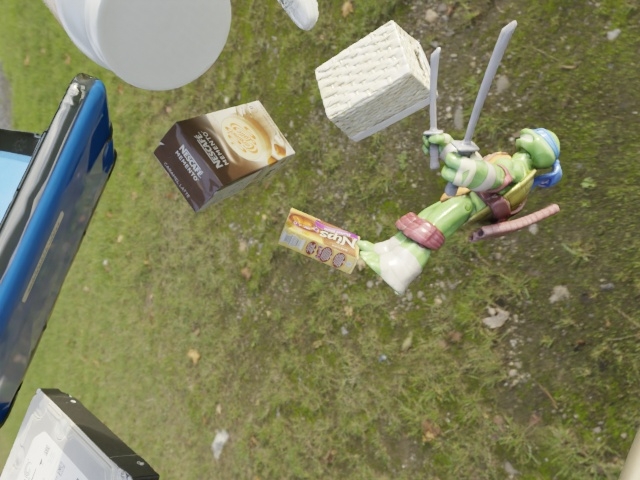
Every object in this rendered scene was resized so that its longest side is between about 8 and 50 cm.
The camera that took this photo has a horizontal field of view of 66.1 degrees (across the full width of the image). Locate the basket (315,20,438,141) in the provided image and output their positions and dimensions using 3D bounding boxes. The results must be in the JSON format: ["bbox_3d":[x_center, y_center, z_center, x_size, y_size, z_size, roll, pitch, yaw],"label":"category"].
[{"bbox_3d":[0.087,-0.255,0.802,0.167,0.103,0.113,-24,71,29],"label":"basket"}]

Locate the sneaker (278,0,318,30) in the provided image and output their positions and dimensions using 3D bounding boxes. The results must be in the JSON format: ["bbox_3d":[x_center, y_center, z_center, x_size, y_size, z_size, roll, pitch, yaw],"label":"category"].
[{"bbox_3d":[-0.089,-0.599,1.147,0.090,0.095,0.235,-18,105,47],"label":"sneaker"}]

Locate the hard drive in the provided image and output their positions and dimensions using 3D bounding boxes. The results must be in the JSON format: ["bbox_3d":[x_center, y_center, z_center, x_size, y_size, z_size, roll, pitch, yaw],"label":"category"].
[{"bbox_3d":[-0.426,0.424,0.822,0.338,0.064,0.237,17,84,39],"label":"hard drive"}]

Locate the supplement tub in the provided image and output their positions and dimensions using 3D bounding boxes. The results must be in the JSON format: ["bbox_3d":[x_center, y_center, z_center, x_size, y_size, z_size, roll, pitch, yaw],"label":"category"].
[{"bbox_3d":[-0.294,-0.389,0.723,0.316,0.228,0.228,49,129,26],"label":"supplement tub"}]

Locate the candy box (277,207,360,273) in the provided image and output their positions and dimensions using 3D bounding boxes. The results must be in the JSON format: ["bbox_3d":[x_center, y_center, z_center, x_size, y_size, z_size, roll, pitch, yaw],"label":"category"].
[{"bbox_3d":[0.000,0.000,1.167,0.109,0.186,0.053,-77,11,-61],"label":"candy box"}]

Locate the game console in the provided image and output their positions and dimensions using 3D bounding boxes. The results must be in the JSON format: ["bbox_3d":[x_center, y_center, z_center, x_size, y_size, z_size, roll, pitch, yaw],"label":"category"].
[{"bbox_3d":[-0.313,0.003,0.426,0.250,0.173,0.293,148,139,-67],"label":"game console"}]

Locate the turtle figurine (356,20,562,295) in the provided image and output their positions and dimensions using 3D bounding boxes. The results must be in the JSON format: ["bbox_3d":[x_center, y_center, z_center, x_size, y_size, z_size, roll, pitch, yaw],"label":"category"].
[{"bbox_3d":[0.137,-0.084,0.603,0.266,0.274,0.198,-46,37,8],"label":"turtle figurine"}]

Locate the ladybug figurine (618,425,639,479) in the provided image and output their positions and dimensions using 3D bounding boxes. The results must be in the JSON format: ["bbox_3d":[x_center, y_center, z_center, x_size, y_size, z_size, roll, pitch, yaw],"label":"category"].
[{"bbox_3d":[0.418,0.205,0.434,0.449,0.305,0.161,-51,31,-15],"label":"ladybug figurine"}]

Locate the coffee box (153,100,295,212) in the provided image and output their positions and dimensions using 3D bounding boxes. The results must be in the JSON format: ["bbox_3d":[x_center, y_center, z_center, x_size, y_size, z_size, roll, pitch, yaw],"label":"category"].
[{"bbox_3d":[-0.178,-0.171,0.961,0.098,0.246,0.141,-34,93,37],"label":"coffee box"}]
